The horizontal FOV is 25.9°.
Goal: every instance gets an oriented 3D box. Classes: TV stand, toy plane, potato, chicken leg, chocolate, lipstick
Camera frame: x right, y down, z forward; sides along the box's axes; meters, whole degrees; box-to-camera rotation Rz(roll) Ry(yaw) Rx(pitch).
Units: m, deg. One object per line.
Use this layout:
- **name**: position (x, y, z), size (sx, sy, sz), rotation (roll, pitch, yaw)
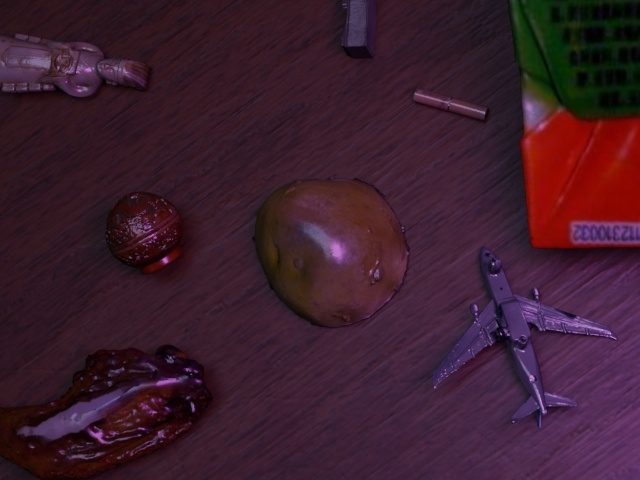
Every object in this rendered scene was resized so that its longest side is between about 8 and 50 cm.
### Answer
- **TV stand**: position (0.056, -0.361, 1.776), size (0.040, 0.049, 0.257), rotation (0, 78, 14)
- **toy plane**: position (0.227, 0.106, 1.626), size (0.225, 0.058, 0.226), rotation (-14, 74, -7)
- **potato**: position (0.000, 0.000, 1.676), size (0.182, 0.117, 0.202), rotation (-33, 73, 7)
- **chicken leg**: position (-0.330, 0.215, 1.716), size (0.406, 0.096, 0.158), rotation (-7, 72, 14)
- **chocolate**: position (0.394, -0.171, 1.521), size (0.360, 0.161, 0.341), rotation (-1, 116, 13)
- **lipstick**: position (0.161, -0.168, 1.723), size (0.094, 0.019, 0.019), rotation (17, 82, 16)

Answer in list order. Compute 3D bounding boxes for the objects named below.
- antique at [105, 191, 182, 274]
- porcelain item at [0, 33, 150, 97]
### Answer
- **antique**: position (-0.220, -0.014, 1.736), size (0.104, 0.104, 0.104), rotation (-3, 77, 13)
- **porcelain item**: position (-0.331, -0.227, 1.834), size (0.213, 0.054, 0.084), rotation (7, 81, 14)
